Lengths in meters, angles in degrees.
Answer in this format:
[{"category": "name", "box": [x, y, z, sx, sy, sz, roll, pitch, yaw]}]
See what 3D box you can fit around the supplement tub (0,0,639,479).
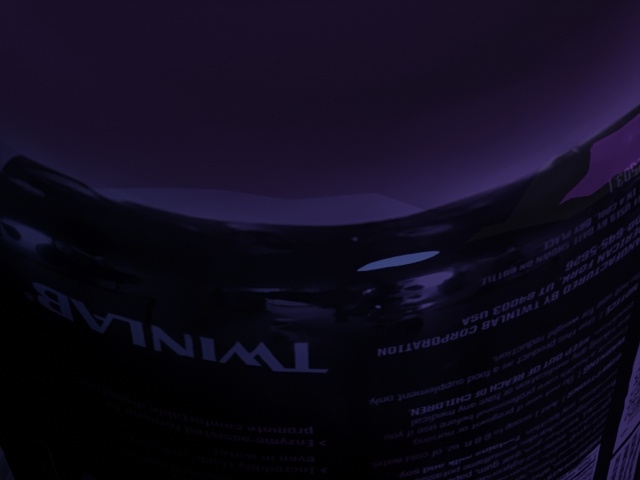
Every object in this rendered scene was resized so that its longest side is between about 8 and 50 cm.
[{"category": "supplement tub", "box": [0.000, 0.000, 0.528, 0.338, 0.207, 0.207, 88, 21, -59]}]
